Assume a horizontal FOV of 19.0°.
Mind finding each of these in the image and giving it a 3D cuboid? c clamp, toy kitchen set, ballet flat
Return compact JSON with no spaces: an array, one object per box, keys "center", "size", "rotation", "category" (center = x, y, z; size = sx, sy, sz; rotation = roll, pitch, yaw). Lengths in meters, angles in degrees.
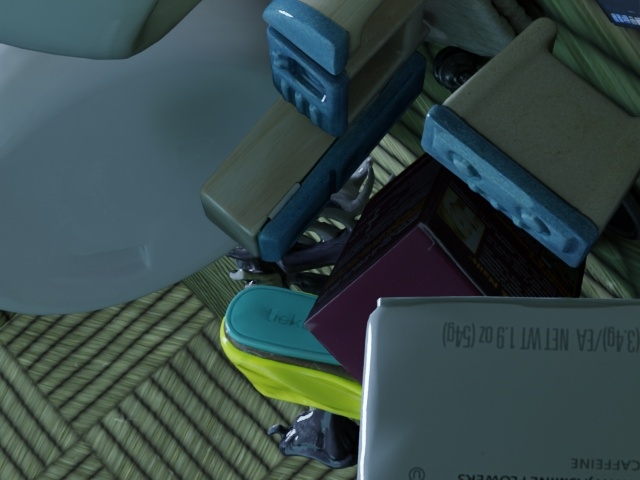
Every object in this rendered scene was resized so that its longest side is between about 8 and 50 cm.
[{"center":[0.105,-0.057,0.932],"size":[0.137,0.022,0.160],"rotation":[47,173,-32],"category":"c clamp"},{"center":[0.042,-0.029,0.835],"size":[0.166,0.122,0.207],"rotation":[39,171,9],"category":"toy kitchen set"},{"center":[0.049,0.082,1.109],"size":[0.231,0.077,0.077],"rotation":[13,141,23],"category":"ballet flat"}]

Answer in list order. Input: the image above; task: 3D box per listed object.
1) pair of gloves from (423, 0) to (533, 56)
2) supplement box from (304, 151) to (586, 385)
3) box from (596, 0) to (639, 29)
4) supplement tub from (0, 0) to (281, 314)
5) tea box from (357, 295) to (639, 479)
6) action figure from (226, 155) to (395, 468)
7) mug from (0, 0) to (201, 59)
[{"center":[-0.009,-0.176,0.866],"size":[0.240,0.042,0.204],"rotation":[46,169,-26],"category":"pair of gloves"},{"center":[0.070,0.022,0.972],"size":[0.104,0.081,0.188],"rotation":[47,-159,-7],"category":"supplement box"},{"center":[0.111,-0.103,0.667],"size":[0.067,0.018,0.083],"rotation":[51,172,-22],"category":"box"},{"center":[-0.157,-0.143,1.037],"size":[0.316,0.228,0.228],"rotation":[60,179,31],"category":"supplement tub"},{"center":[0.125,0.228,0.758],"size":[0.329,0.220,0.323],"rotation":[77,-165,-67],"category":"tea box"},{"center":[0.000,0.000,1.218],"size":[0.164,0.141,0.276],"rotation":[-95,-7,-60],"category":"action figure"},{"center":[-0.104,-0.227,0.495],"size":[0.328,0.276,0.374],"rotation":[42,-157,-3],"category":"mug"}]
